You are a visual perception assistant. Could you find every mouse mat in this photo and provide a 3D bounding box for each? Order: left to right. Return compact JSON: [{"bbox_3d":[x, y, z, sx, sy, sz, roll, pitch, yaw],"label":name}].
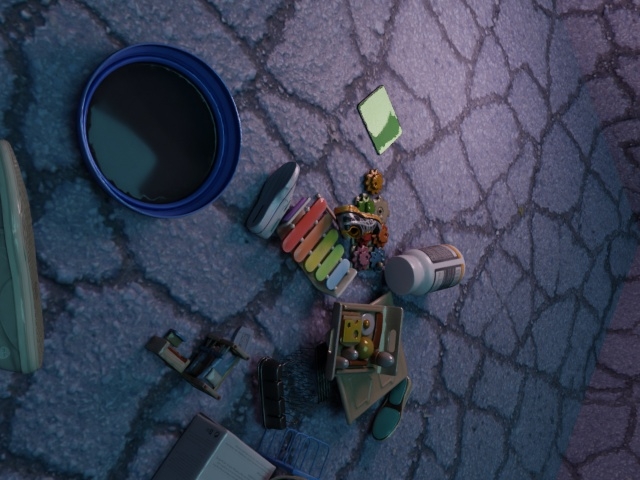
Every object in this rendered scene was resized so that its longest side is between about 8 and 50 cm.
[{"bbox_3d":[0.200,-0.398,1.780,0.152,0.007,0.190,-45,122,-30],"label":"mouse mat"}]

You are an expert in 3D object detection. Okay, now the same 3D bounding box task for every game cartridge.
[{"bbox_3d":[-0.215,0.276,1.458,0.056,0.017,0.083,32,72,-42],"label":"game cartridge"}]

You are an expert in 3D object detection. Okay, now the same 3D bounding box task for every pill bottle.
[{"bbox_3d":[0.361,0.103,1.862,0.278,0.162,0.162,-7,98,-41],"label":"pill bottle"}]

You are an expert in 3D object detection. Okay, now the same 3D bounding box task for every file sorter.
[{"bbox_3d":[-0.076,0.590,1.508,0.118,0.170,0.104,40,64,-37],"label":"file sorter"}]

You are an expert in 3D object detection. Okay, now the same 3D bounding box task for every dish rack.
[{"bbox_3d":[-0.063,0.409,1.560,0.271,0.074,0.208,-15,105,-53],"label":"dish rack"}]

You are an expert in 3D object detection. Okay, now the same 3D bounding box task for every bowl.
[{"bbox_3d":[-0.364,-0.248,1.240,0.391,0.077,0.391,-5,97,-42],"label":"bowl"}]

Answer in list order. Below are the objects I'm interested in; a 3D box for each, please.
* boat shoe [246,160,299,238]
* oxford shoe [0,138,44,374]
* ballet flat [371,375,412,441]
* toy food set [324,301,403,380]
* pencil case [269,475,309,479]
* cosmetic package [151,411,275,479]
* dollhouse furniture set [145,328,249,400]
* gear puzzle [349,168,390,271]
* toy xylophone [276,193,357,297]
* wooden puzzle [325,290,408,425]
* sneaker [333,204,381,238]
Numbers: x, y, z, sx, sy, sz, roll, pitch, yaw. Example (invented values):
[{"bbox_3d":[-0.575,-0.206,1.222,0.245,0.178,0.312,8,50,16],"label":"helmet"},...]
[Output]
[{"bbox_3d":[-0.121,-0.110,1.479,0.226,0.083,0.076,-56,138,-9],"label":"boat shoe"},{"bbox_3d":[-0.605,0.037,1.006,0.130,0.169,0.449,-3,96,-20],"label":"oxford shoe"},{"bbox_3d":[0.255,0.587,1.868,0.086,0.086,0.248,47,63,-34],"label":"ballet flat"},{"bbox_3d":[0.139,0.303,1.617,0.306,0.092,0.220,12,83,-46],"label":"toy food set"},{"bbox_3d":[-0.035,0.748,1.463,0.410,0.183,0.160,67,39,-57],"label":"pencil case"},{"bbox_3d":[-0.312,0.656,1.312,0.385,0.156,0.217,-53,124,-24],"label":"cosmetic package"},{"bbox_3d":[-0.295,0.273,1.309,0.129,0.129,0.184,-54,125,-25],"label":"dollhouse furniture set"},{"bbox_3d":[0.178,-0.065,1.761,0.175,0.044,0.339,5,90,-42],"label":"gear puzzle"},{"bbox_3d":[0.000,0.000,1.583,0.323,0.081,0.236,48,62,-34],"label":"toy xylophone"},{"bbox_3d":[0.145,0.371,1.752,0.348,0.080,0.322,-28,112,-42],"label":"wooden puzzle"},{"bbox_3d":[0.113,-0.042,1.625,0.215,0.084,0.083,16,63,-47],"label":"sneaker"}]
